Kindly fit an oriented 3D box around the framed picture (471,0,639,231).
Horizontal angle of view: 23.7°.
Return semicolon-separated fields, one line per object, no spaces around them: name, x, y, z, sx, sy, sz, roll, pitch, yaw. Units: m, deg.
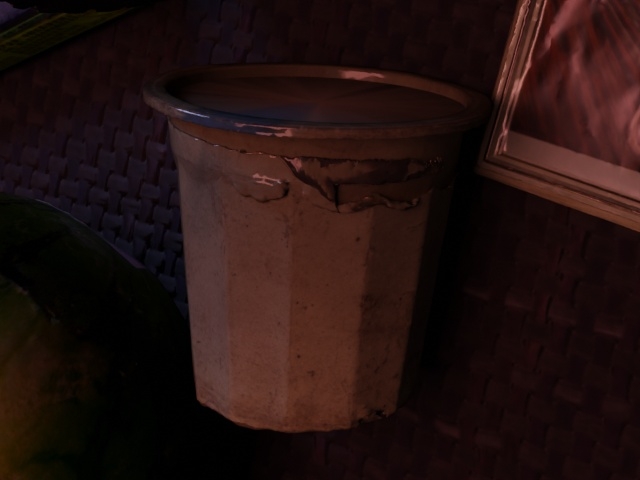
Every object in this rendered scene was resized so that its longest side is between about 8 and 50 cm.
framed picture;0.211;-0.137;0.893;0.216;0.016;0.273;21;104;32

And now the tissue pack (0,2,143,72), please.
tissue pack;-0.250;-0.223;1.164;0.236;0.073;0.173;-19;82;33

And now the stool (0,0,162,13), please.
stool;-0.140;-0.357;0.961;0.297;0.297;0.330;-31;72;31

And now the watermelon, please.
watermelon;-0.246;0.147;1.020;0.363;0.363;0.363;2;93;34

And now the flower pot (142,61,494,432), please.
flower pot;0.000;0.000;0.949;0.212;0.212;0.202;11;111;33
